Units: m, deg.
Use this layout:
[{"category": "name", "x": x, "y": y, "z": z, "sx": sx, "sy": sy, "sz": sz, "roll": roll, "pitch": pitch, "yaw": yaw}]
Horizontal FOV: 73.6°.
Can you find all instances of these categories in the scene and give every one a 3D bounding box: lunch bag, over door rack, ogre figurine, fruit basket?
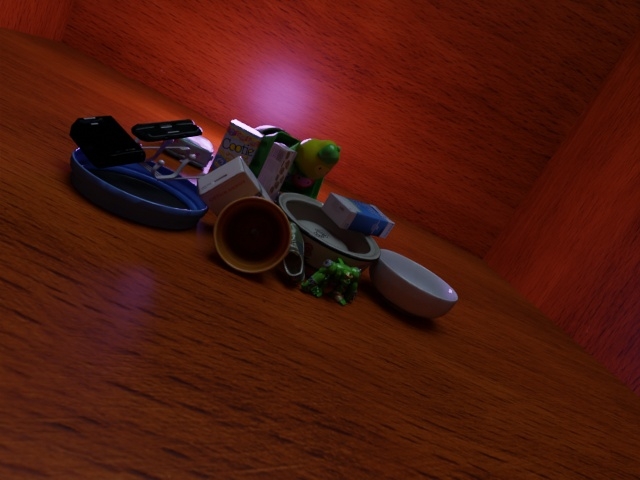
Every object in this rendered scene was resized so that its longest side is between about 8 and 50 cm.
[{"category": "lunch bag", "x": -0.607, "y": -0.435, "z": 1.980, "sx": 0.224, "sy": 0.107, "sz": 0.279, "roll": 28, "pitch": 16, "yaw": -24}, {"category": "over door rack", "x": -0.473, "y": -0.276, "z": 1.396, "sx": 0.240, "sy": 0.108, "sz": 0.324, "roll": 36, "pitch": 16, "yaw": 23}, {"category": "ogre figurine", "x": 0.044, "y": 0.120, "z": 1.289, "sx": 0.197, "sy": 0.118, "sz": 0.097, "roll": 23, "pitch": 16, "yaw": -17}, {"category": "fruit basket", "x": -0.080, "y": -0.329, "z": 1.903, "sx": 0.393, "sy": 0.282, "sz": 0.392, "roll": 20, "pitch": 6, "yaw": -2}]

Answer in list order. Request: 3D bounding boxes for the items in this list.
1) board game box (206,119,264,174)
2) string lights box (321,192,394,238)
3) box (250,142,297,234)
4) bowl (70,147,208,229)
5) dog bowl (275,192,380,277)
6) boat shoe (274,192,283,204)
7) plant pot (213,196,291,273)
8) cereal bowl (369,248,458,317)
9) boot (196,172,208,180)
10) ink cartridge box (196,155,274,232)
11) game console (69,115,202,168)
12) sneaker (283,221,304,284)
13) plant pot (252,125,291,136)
[{"category": "board game box", "x": -0.364, "y": -0.351, "z": 1.812, "sx": 0.145, "sy": 0.275, "sz": 0.142, "roll": 26, "pitch": 15, "yaw": -10}, {"category": "string lights box", "x": 0.144, "y": -0.091, "z": 1.593, "sx": 0.260, "sy": 0.076, "sz": 0.133, "roll": 12, "pitch": 27, "yaw": -44}, {"category": "box", "x": -0.184, "y": -0.170, "z": 1.440, "sx": 0.067, "sy": 0.323, "sz": 0.063, "roll": 34, "pitch": 19, "yaw": 20}, {"category": "bowl", "x": -0.521, "y": -0.153, "z": 1.252, "sx": 0.392, "sy": 0.077, "sz": 0.391, "roll": 27, "pitch": 14, "yaw": -7}, {"category": "dog bowl", "x": 0.000, "y": 0.000, "z": 1.501, "sx": 0.408, "sy": 0.150, "sz": 0.408, "roll": 27, "pitch": 20, "yaw": -11}, {"category": "boat shoe", "x": -0.178, "y": -0.163, "z": 1.861, "sx": 0.301, "sy": 0.102, "sz": 0.108, "roll": 38, "pitch": 17, "yaw": 31}, {"category": "plant pot", "x": -0.191, "y": -0.020, "z": 1.218, "sx": 0.205, "sy": 0.205, "sz": 0.188, "roll": 26, "pitch": 0, "yaw": -9}, {"category": "cereal bowl", "x": 0.317, "y": 0.175, "z": 1.561, "sx": 0.339, "sy": 0.141, "sz": 0.339, "roll": 27, "pitch": 14, "yaw": -8}, {"category": "boot", "x": -0.393, "y": -0.196, "z": 1.676, "sx": 0.190, "sy": 0.069, "sz": 0.086, "roll": 36, "pitch": 7, "yaw": -2}, {"category": "ink cartridge box", "x": -0.252, "y": -0.127, "z": 1.315, "sx": 0.217, "sy": 0.159, "sz": 0.092, "roll": 56, "pitch": 8, "yaw": -47}, {"category": "game console", "x": -0.516, "y": -0.305, "z": 1.254, "sx": 0.362, "sy": 0.043, "sz": 0.213, "roll": -21, "pitch": 53, "yaw": -39}, {"category": "sneaker", "x": -0.080, "y": 0.029, "z": 1.244, "sx": 0.065, "sy": 0.191, "sz": 0.086, "roll": -9, "pitch": -13, "yaw": 1}, {"category": "plant pot", "x": -0.323, "y": -0.418, "z": 2.094, "sx": 0.281, "sy": 0.322, "sz": 0.323, "roll": 28, "pitch": 11, "yaw": 40}]
